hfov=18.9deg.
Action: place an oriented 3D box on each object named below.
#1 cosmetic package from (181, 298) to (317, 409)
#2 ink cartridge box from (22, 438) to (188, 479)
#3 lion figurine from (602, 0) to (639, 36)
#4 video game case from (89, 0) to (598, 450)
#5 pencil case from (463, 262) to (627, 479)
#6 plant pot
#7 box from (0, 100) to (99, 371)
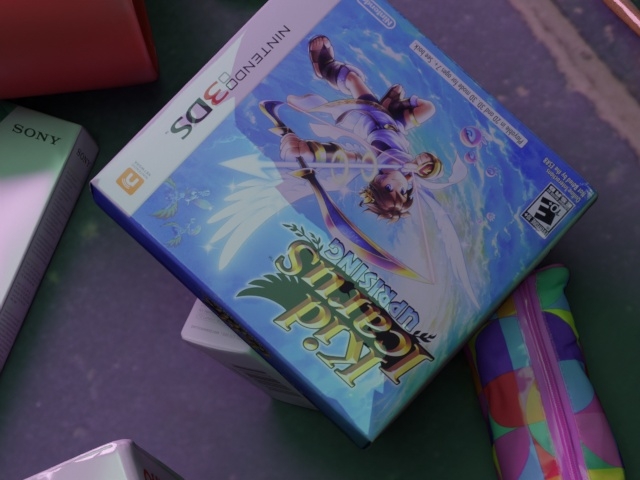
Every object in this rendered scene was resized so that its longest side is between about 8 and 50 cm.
[{"bbox_3d":[0.000,0.000,1.451,0.085,0.117,0.231,9,69,45],"label":"cosmetic package"},{"bbox_3d":[-0.121,0.298,1.340,0.115,0.198,0.273,-22,69,3],"label":"ink cartridge box"},{"bbox_3d":[0.294,-0.321,1.506,0.240,0.142,0.392,34,85,25],"label":"lion figurine"},{"bbox_3d":[0.016,-0.032,1.360,0.269,0.061,0.244,42,79,5],"label":"video game case"},{"bbox_3d":[0.167,0.134,1.399,0.104,0.104,0.236,-18,69,4],"label":"pencil case"},{"bbox_3d":[-0.274,-0.224,1.486,0.243,0.275,0.275,-15,70,-2],"label":"plant pot"},{"bbox_3d":[-0.346,0.023,1.543,0.232,0.058,0.322,18,74,15],"label":"box"}]
